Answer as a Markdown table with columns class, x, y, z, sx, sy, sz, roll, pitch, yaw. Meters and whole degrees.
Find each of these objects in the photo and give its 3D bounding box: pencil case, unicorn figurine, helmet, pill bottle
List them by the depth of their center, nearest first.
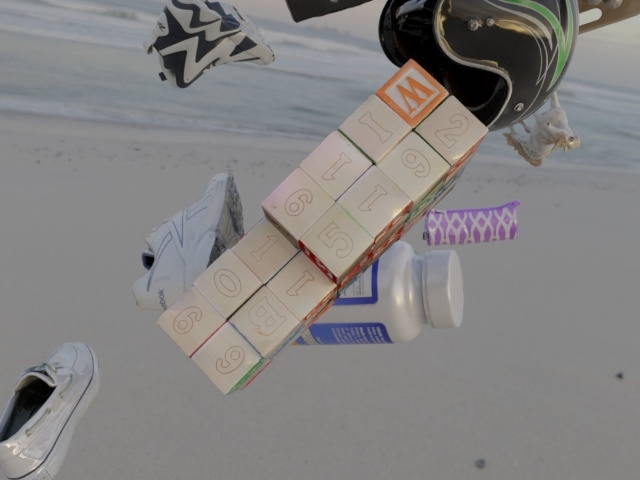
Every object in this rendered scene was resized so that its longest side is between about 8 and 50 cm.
| class | x | y | z | sx | sy | sz | roll | pitch | yaw |
| --- | --- | --- | --- | --- | --- | --- | --- | --- | --- |
| helmet | 0.153 | -0.190 | 0.631 | 0.161 | 0.169 | 0.169 | 31 | 8 | -24 |
| unicorn figurine | 0.268 | -0.138 | 0.834 | 0.111 | 0.060 | 0.162 | 62 | 6 | 18 |
| pill bottle | 0.068 | 0.078 | 1.023 | 0.271 | 0.153 | 0.152 | -4 | 11 | 20 |
| pencil case | 0.316 | -0.038 | 1.457 | 0.205 | 0.088 | 0.086 | -4 | 23 | 5 |

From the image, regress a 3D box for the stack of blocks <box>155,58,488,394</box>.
| class | x | y | z | sx | sy | sz | roll | pitch | yaw |
| --- | --- | --- | --- | --- | --- | --- | --- | --- | --- |
| stack of blocks | 0.000 | 0.000 | 0.610 | 0.087 | 0.297 | 0.171 | 45 | -6 | 9 |

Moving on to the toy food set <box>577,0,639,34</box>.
| class | x | y | z | sx | sy | sz | roll | pitch | yaw |
| --- | --- | --- | --- | --- | --- | --- | --- | --- | --- |
| toy food set | 0.422 | -0.428 | 1.190 | 0.219 | 0.093 | 0.306 | -13 | -15 | 30 |

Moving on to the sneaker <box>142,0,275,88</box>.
| class | x | y | z | sx | sy | sz | roll | pitch | yaw |
| --- | --- | --- | --- | --- | --- | --- | --- | --- | --- |
| sneaker | -0.189 | -0.307 | 1.122 | 0.094 | 0.153 | 0.235 | 58 | 22 | 17 |

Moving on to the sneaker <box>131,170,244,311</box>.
| class | x | y | z | sx | sy | sz | roll | pitch | yaw |
| --- | --- | --- | --- | --- | --- | --- | --- | --- | --- |
| sneaker | -0.181 | -0.009 | 0.970 | 0.129 | 0.111 | 0.297 | -4 | 32 | 7 |

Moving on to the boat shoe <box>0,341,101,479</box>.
| class | x | y | z | sx | sy | sz | roll | pitch | yaw |
| --- | --- | --- | --- | --- | --- | --- | --- | --- | --- |
| boat shoe | -0.311 | 0.175 | 0.790 | 0.083 | 0.076 | 0.226 | -20 | 29 | 2 |

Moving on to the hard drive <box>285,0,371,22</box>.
| class | x | y | z | sx | sy | sz | roll | pitch | yaw |
| --- | --- | --- | --- | --- | --- | --- | --- | --- | --- |
| hard drive | 0.135 | -0.299 | 0.549 | 0.338 | 0.064 | 0.237 | -10 | 43 | 17 |
